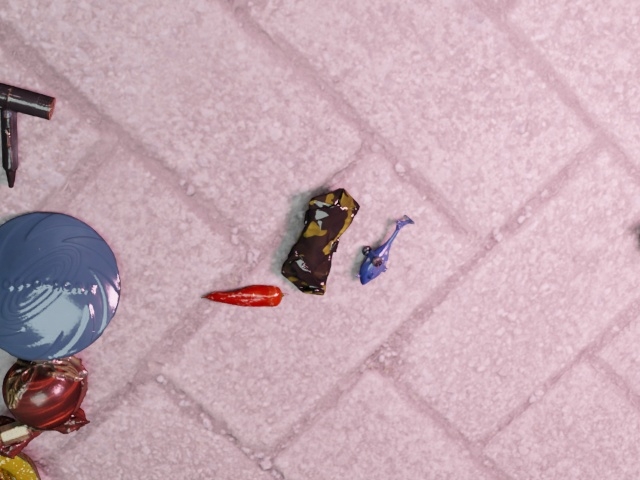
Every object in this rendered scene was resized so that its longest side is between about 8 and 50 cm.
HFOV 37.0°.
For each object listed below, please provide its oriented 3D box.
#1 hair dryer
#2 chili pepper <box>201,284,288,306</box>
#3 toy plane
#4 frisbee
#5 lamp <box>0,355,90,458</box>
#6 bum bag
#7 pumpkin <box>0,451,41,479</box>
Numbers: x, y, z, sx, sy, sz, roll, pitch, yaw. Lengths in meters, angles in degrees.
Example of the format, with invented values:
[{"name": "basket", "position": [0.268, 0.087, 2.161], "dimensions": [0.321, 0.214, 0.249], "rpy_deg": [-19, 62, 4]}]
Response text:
[{"name": "hair dryer", "position": [-0.600, -0.198, 1.785], "dimensions": [0.173, 0.050, 0.194], "rpy_deg": [16, 109, -7]}, {"name": "chili pepper", "position": [-0.153, 0.113, 1.935], "dimensions": [0.178, 0.027, 0.045], "rpy_deg": [2, 109, -4]}, {"name": "toy plane", "position": [0.128, 0.022, 1.926], "dimensions": [0.062, 0.054, 0.167], "rpy_deg": [21, 107, -38]}, {"name": "frisbee", "position": [-0.527, 0.087, 1.826], "dimensions": [0.290, 0.049, 0.289], "rpy_deg": [1, 85, -8]}, {"name": "lamp", "position": [-0.559, 0.318, 1.892], "dimensions": [0.215, 0.151, 0.223], "rpy_deg": [-13, 103, -10]}, {"name": "bum bag", "position": [0.000, 0.000, 1.896], "dimensions": [0.107, 0.060, 0.232], "rpy_deg": [14, 109, -19]}, {"name": "pumpkin", "position": [-0.669, 0.519, 1.986], "dimensions": [0.218, 0.110, 0.217], "rpy_deg": [1, 99, 4]}]
